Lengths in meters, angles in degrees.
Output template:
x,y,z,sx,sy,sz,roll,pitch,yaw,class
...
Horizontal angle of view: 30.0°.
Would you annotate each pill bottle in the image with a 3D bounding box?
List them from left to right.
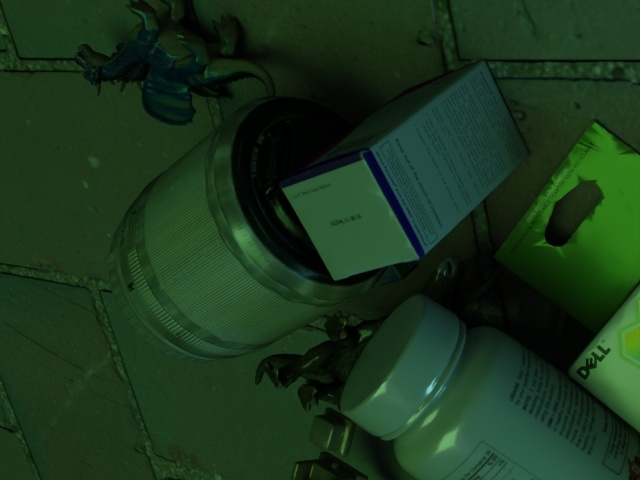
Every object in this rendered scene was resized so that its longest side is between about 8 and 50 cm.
x,y,z,sx,sy,sz,roll,pitch,yaw,class
0.171,0.181,1.121,0.283,0.160,0.160,35,138,-9,pill bottle

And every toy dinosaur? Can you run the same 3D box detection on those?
x,y,z,sx,sy,sz,roll,pitch,yaw,class
0.047,0.132,1.274,0.313,0.160,0.121,-39,62,43,toy dinosaur

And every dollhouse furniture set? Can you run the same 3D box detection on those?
x,y,z,sx,sy,sz,roll,pitch,yaw,class
0.153,0.187,1.376,0.303,0.174,0.355,22,102,43,dollhouse furniture set

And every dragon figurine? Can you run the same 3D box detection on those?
x,y,z,sx,sy,sz,roll,pitch,yaw,class
-0.151,-0.185,1.337,0.289,0.085,0.144,30,133,22,dragon figurine

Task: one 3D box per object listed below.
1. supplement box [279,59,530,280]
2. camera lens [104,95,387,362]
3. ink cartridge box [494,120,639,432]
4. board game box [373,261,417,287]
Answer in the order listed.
x,y,z,sx,sy,sz,roll,pitch,yaw,class
0.085,-0.069,1.123,0.111,0.220,0.114,-17,108,45,supplement box
-0.071,-0.005,1.244,0.219,0.219,0.274,54,137,-4,camera lens
0.290,0.045,1.096,0.255,0.097,0.188,39,123,12,ink cartridge box
0.000,0.000,1.376,0.201,0.035,0.136,-17,107,45,board game box
